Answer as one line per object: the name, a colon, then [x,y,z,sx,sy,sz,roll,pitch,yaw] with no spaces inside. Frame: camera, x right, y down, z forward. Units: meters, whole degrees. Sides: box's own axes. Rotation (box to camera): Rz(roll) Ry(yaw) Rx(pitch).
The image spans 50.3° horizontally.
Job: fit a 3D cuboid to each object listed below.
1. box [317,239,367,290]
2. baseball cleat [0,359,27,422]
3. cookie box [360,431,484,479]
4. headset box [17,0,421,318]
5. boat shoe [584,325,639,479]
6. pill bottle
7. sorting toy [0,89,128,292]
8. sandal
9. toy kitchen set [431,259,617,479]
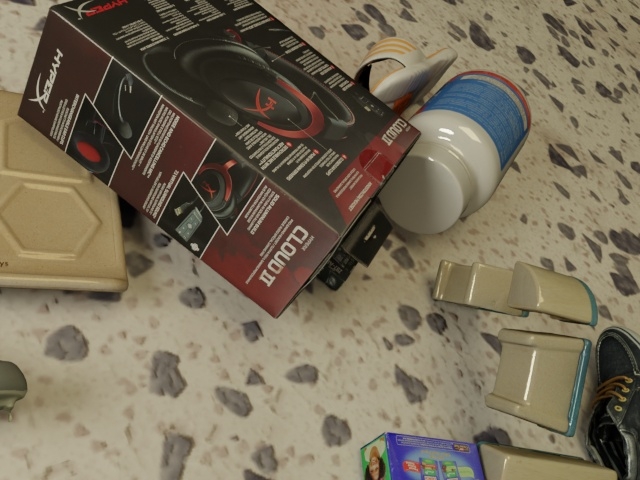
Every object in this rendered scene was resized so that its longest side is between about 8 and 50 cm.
box: [0.000,0.000,0.650,0.083,0.018,0.067,38,43,-1]
baseball cleat: [-0.271,0.054,0.375,0.206,0.072,0.109,5,65,-31]
cookie box: [0.083,0.207,0.515,0.092,0.040,0.107,15,48,-24]
headset box: [-0.059,-0.090,0.583,0.293,0.110,0.218,38,37,0]
boat shoe: [0.302,0.162,0.683,0.083,0.065,0.183,16,48,-25]
pill bottle: [0.149,-0.100,0.758,0.124,0.124,0.221,41,42,2]
sorting toy: [-0.250,-0.043,0.510,0.193,0.038,0.208,5,48,-31]
sandal: [0.088,-0.200,0.829,0.076,0.102,0.265,42,34,5]
toy kitchen set: [0.179,0.131,0.631,0.122,0.166,0.207,16,84,-22]
